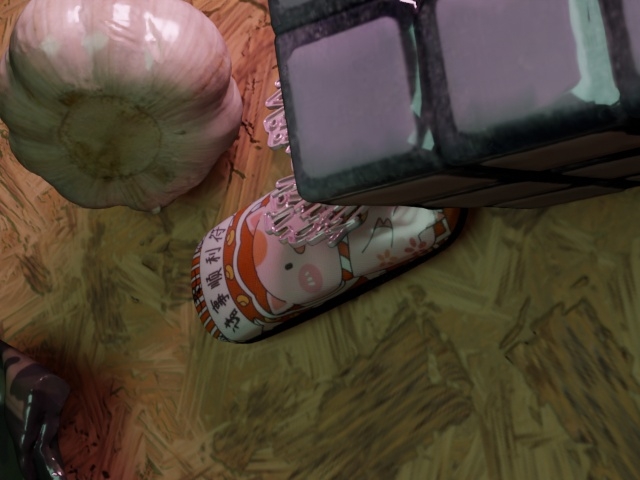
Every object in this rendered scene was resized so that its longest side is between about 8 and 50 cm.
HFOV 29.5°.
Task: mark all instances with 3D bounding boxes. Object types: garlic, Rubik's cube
[{"bbox_3d":[-0.164,-0.149,1.047,0.218,0.218,0.212,-30,36,31],"label":"garlic"},{"bbox_3d":[0.162,-0.190,0.714,0.303,0.301,0.305,-14,81,35],"label":"Rubik's cube"}]

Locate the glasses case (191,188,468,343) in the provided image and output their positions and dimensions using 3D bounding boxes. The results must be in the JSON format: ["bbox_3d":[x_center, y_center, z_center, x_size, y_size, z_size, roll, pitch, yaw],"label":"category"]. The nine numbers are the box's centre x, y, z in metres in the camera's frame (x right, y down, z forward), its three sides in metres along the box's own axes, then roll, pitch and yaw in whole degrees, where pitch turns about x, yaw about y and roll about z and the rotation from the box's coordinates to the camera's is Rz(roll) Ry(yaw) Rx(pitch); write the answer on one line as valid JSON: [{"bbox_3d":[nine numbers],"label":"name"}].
[{"bbox_3d":[0.000,0.000,0.969,0.266,0.067,0.103,-29,65,31],"label":"glasses case"}]

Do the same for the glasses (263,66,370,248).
[{"bbox_3d":[0.001,-0.098,0.905,0.162,0.095,0.255,-41,31,24],"label":"glasses"}]

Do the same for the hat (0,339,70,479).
[{"bbox_3d":[-0.288,0.318,1.151,0.366,0.257,0.382,-37,105,13],"label":"hat"}]
